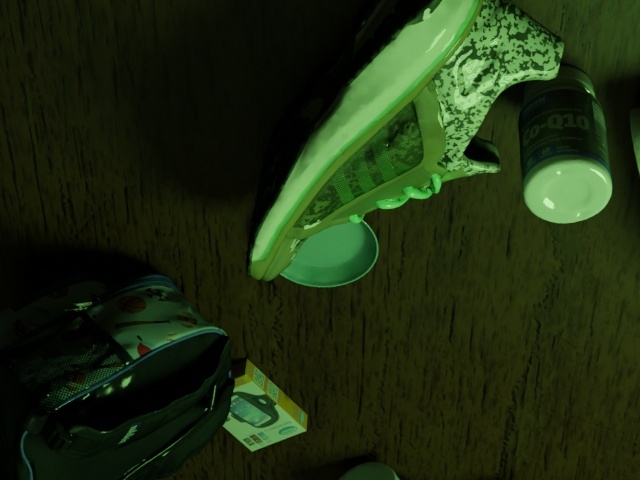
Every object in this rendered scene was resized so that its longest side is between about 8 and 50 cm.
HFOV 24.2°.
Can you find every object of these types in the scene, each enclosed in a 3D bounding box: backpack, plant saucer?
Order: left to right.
[{"bbox_3d":[-0.225,0.161,1.553,0.263,0.213,0.276,-23,148,-28],"label":"backpack"},{"bbox_3d":[0.000,0.000,1.520,0.119,0.021,0.119,3,136,3],"label":"plant saucer"}]

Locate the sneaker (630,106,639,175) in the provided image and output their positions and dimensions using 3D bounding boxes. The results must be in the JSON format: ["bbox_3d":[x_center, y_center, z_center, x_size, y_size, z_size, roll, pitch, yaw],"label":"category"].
[{"bbox_3d":[0.386,-0.013,1.410,0.121,0.108,0.302,-11,132,21],"label":"sneaker"}]

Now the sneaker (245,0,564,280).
[{"bbox_3d":[0.067,-0.076,1.333,0.182,0.158,0.410,27,133,-14],"label":"sneaker"}]

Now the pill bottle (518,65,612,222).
[{"bbox_3d":[0.216,-0.089,1.328,0.078,0.137,0.078,2,136,2],"label":"pill bottle"}]

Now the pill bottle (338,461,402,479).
[{"bbox_3d":[0.095,0.365,1.811,0.118,0.117,0.208,-16,130,20],"label":"pill bottle"}]

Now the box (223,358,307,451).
[{"bbox_3d":[-0.077,0.196,1.722,0.081,0.028,0.136,-24,127,26],"label":"box"}]
